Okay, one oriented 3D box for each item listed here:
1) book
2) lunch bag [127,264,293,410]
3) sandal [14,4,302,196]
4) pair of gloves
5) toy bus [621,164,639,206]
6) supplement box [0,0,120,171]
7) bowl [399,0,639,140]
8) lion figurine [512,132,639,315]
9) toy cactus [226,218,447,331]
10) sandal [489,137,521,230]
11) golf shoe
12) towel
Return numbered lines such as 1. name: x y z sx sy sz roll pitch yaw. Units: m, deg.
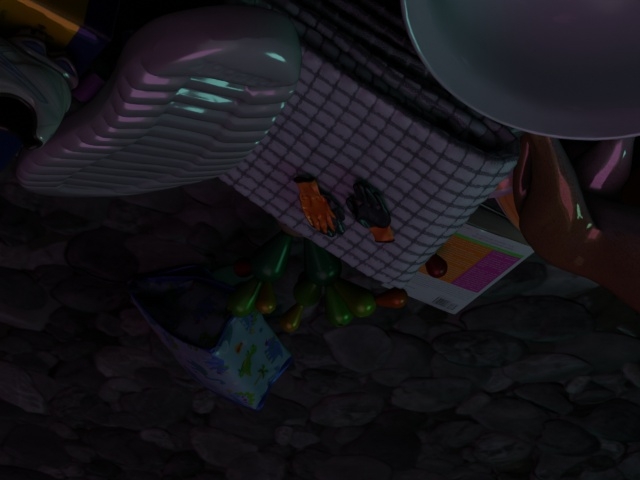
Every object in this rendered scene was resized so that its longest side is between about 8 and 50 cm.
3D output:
1. book: 0.140 0.021 1.606 0.096 0.035 0.144 23 139 -24
2. lunch bag: -0.122 0.098 1.683 0.151 0.096 0.129 16 151 36
3. sandal: -0.122 -0.117 1.238 0.169 0.102 0.416 4 166 -27
4. pair of gloves: 0.021 -0.025 1.348 0.083 0.010 0.074 5 139 28
5. toy bus: 0.395 -0.060 1.417 0.130 0.108 0.332 26 137 -21
6. supplement box: -0.343 -0.242 1.205 0.356 0.195 0.194 26 137 -25
7. bowl: 0.211 -0.227 1.203 0.297 0.134 0.298 3 138 3
8. lion figurine: 0.287 0.019 1.370 0.392 0.142 0.240 46 139 20
9. toy cactus: 0.000 0.000 1.557 0.219 0.112 0.181 -14 116 20
10. sandal: 0.181 -0.064 1.460 0.102 0.076 0.265 -17 136 24
11. golf shoe: -0.258 -0.124 1.118 0.176 0.086 0.069 22 139 -19
12. towel: 0.014 -0.109 1.360 0.283 0.121 0.235 31 145 -6
